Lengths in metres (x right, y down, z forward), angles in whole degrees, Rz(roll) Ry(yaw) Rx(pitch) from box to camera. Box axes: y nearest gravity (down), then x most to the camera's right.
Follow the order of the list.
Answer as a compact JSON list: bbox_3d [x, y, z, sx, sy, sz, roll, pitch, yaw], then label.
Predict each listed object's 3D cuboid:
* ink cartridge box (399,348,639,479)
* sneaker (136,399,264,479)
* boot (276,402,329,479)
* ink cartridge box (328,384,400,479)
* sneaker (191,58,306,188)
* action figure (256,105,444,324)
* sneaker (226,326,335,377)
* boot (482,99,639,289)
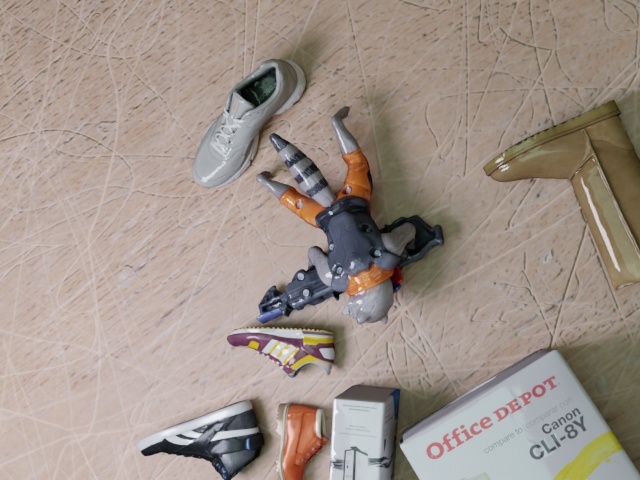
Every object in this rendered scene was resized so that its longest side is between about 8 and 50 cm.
[{"bbox_3d":[0.327,0.390,1.457,0.279,0.160,0.384,-31,81,0],"label":"ink cartridge box"},{"bbox_3d":[-0.200,0.359,1.665,0.217,0.079,0.121,-22,83,13],"label":"sneaker"},{"bbox_3d":[-0.029,0.351,1.633,0.085,0.059,0.157,0,89,10],"label":"boot"},{"bbox_3d":[0.069,0.341,1.558,0.086,0.148,0.203,3,91,13],"label":"ink cartridge box"},{"bbox_3d":[-0.138,-0.201,1.632,0.099,0.121,0.262,39,99,13],"label":"sneaker"},{"bbox_3d":[0.000,0.000,1.570,0.341,0.178,0.330,-33,72,10],"label":"action figure"},{"bbox_3d":[-0.069,0.186,1.637,0.186,0.069,0.083,0,84,16],"label":"sneaker"},{"bbox_3d":[0.407,-0.050,1.502,0.236,0.089,0.269,-25,85,14],"label":"boot"}]
